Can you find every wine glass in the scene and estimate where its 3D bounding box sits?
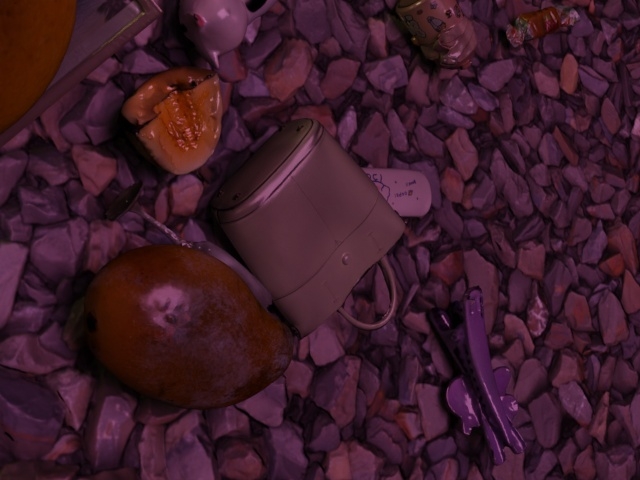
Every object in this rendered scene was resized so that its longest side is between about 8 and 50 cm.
[{"bbox_3d":[-0.163,0.022,1.638,0.262,0.074,0.074,41,59,-28],"label":"wine glass"}]

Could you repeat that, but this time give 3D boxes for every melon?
[{"bbox_3d":[-0.200,-0.150,1.643,0.160,0.079,0.128,-44,127,-37],"label":"melon"}]

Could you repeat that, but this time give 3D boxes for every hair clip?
[{"bbox_3d":[0.246,0.203,1.933,0.137,0.090,0.278,-20,100,-40],"label":"hair clip"}]

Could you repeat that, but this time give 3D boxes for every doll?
[{"bbox_3d":[-0.127,-0.330,1.712,0.181,0.107,0.110,-52,135,-27],"label":"doll"}]

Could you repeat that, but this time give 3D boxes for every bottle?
[{"bbox_3d":[0.194,-0.333,1.982,0.152,0.099,0.099,54,54,-22],"label":"bottle"}]

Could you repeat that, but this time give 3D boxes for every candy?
[{"bbox_3d":[0.379,-0.376,2.172,0.182,0.046,0.053,-23,99,-35],"label":"candy"}]

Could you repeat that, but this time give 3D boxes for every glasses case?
[{"bbox_3d":[0.088,-0.070,1.871,0.197,0.049,0.076,1,84,-38],"label":"glasses case"}]

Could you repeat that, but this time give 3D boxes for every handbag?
[{"bbox_3d":[0.000,0.000,1.760,0.241,0.109,0.315,-47,121,-18],"label":"handbag"}]

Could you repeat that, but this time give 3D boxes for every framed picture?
[{"bbox_3d":[-0.374,-0.256,1.445,0.315,0.024,0.232,-40,110,-2],"label":"framed picture"}]

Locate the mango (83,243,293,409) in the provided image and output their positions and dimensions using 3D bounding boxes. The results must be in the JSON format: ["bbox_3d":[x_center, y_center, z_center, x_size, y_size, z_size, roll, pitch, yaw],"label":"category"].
[{"bbox_3d":[-0.160,0.115,1.575,0.316,0.146,0.193,27,84,-43],"label":"mango"}]

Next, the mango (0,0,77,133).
[{"bbox_3d":[-0.444,-0.200,1.314,0.301,0.220,0.445,31,97,-29],"label":"mango"}]
